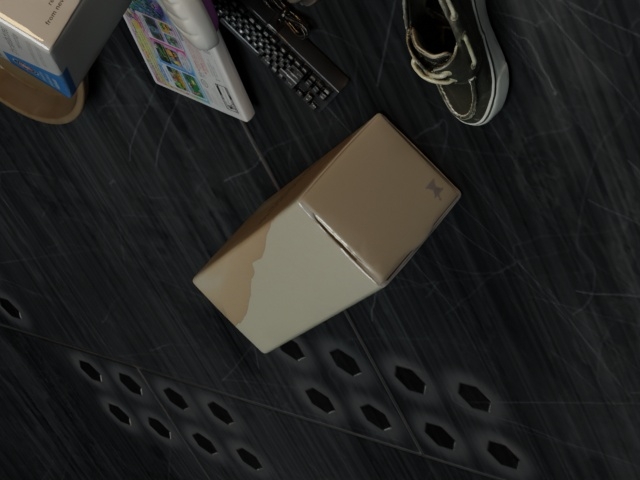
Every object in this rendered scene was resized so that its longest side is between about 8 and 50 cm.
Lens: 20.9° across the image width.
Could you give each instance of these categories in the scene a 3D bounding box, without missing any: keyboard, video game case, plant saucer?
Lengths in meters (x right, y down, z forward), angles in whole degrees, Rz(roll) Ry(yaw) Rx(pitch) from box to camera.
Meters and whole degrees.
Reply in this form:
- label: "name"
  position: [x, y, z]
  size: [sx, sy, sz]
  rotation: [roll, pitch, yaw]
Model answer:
- label: "keyboard"
  position: [-0.050, -0.204, 1.700]
  size: [0.180, 0.023, 0.108]
  rotation: [43, 152, -4]
- label: "video game case"
  position: [-0.145, -0.202, 1.809]
  size: [0.143, 0.019, 0.157]
  rotation: [26, 153, 36]
- label: "plant saucer"
  position: [-0.371, -0.253, 2.021]
  size: [0.278, 0.041, 0.278]
  rotation: [31, 152, 19]

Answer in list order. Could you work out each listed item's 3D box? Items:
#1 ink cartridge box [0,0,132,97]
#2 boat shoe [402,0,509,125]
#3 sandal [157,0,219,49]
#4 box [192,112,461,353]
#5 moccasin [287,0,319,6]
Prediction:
- label: "ink cartridge box"
  position: [-0.342, -0.282, 1.629]
  size: [0.307, 0.129, 0.223]
  rotation: [31, 174, 1]
- label: "boat shoe"
  position: [0.105, -0.174, 1.491]
  size: [0.077, 0.070, 0.219]
  rotation: [22, 147, 34]
- label: "sandal"
  position: [-0.158, -0.337, 1.544]
  size: [0.169, 0.102, 0.416]
  rotation: [56, 175, 46]
- label: "box"
  position: [0.000, 0.000, 1.799]
  size: [0.121, 0.148, 0.311]
  rotation: [45, 151, -6]
- label: "moccasin"
  position: [0.026, -0.313, 1.322]
  size: [0.147, 0.139, 0.380]
  rotation: [45, 156, 7]
